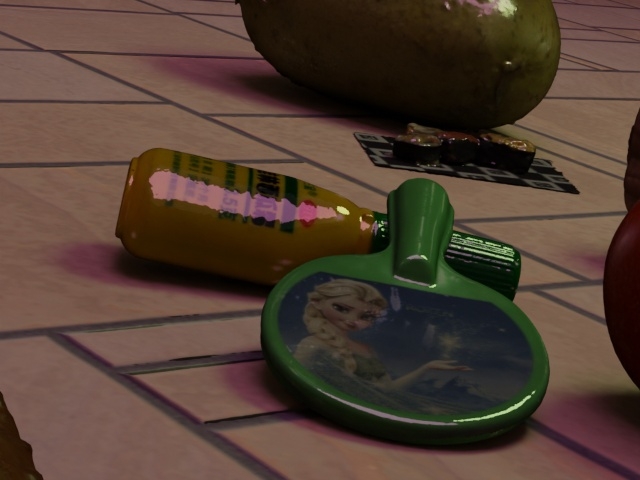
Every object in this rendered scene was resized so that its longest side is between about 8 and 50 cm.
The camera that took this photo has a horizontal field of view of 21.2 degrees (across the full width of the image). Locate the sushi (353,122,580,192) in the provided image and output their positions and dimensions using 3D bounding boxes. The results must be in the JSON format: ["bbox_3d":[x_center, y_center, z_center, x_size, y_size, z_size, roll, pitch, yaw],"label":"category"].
[{"bbox_3d":[0.139,-0.087,1.580,0.201,0.031,0.139,7,15,-10],"label":"sushi"}]

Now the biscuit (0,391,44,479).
[{"bbox_3d":[-0.240,0.078,0.631,0.296,0.075,0.296,9,15,-3],"label":"biscuit"}]

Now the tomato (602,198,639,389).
[{"bbox_3d":[0.254,0.039,0.954,0.187,0.151,0.187,8,8,-1],"label":"tomato"}]

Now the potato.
[{"bbox_3d":[0.094,-0.234,1.760,0.359,0.219,0.270,27,31,30],"label":"potato"}]

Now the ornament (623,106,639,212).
[{"bbox_3d":[0.364,-0.043,1.271,0.221,0.235,0.218,30,-2,-35],"label":"ornament"}]

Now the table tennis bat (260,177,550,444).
[{"bbox_3d":[0.051,0.034,0.973,0.161,0.039,0.257,11,29,0],"label":"table tennis bat"}]

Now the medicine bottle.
[{"bbox_3d":[0.000,0.000,1.104,0.261,0.064,0.095,13,33,-7],"label":"medicine bottle"}]
